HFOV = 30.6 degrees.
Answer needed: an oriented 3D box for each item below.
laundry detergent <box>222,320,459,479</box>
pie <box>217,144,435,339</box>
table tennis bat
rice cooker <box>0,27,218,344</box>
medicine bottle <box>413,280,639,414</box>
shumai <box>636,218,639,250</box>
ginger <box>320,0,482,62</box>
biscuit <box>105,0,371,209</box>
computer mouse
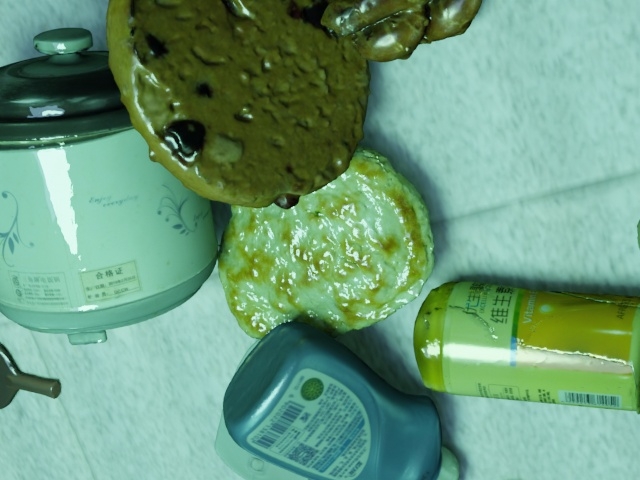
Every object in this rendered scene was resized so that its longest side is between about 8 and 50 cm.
[{"bbox_3d":[0.041,0.204,1.254,0.289,0.094,0.143,33,99,-28],"label":"laundry detergent"},{"bbox_3d":[0.000,0.000,1.233,0.248,0.090,0.201,-23,94,26],"label":"pie"},{"bbox_3d":[-0.422,0.188,1.432,0.169,0.119,0.108,9,113,17],"label":"table tennis bat"},{"bbox_3d":[-0.240,-0.067,1.192,0.316,0.264,0.317,3,113,8],"label":"rice cooker"},{"bbox_3d":[0.212,0.105,1.184,0.238,0.124,0.124,5,111,18],"label":"medicine bottle"},{"bbox_3d":[0.398,0.062,1.044,0.260,0.225,0.222,15,114,-4],"label":"shumai"},{"bbox_3d":[0.086,-0.228,1.123,0.162,0.073,0.103,-34,110,7],"label":"ginger"},{"bbox_3d":[-0.074,-0.172,1.105,0.075,0.296,0.296,-12,108,54],"label":"biscuit"},{"bbox_3d":[-0.051,0.202,1.337,0.127,0.079,0.231,24,119,11],"label":"computer mouse"}]
